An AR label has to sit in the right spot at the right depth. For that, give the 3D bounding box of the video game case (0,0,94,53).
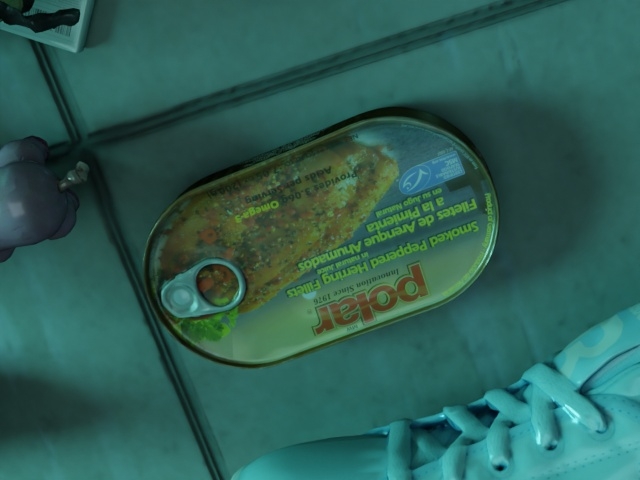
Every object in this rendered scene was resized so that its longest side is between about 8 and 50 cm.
[{"bbox_3d":[-0.146,-0.163,0.572,0.087,0.011,0.122,18,111,0],"label":"video game case"}]

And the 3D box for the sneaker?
[{"bbox_3d":[0.131,0.095,0.581,0.366,0.135,0.150,-2,102,-2],"label":"sneaker"}]

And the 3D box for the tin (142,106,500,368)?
[{"bbox_3d":[0.000,0.000,0.602,0.190,0.040,0.106,-20,102,13],"label":"tin"}]

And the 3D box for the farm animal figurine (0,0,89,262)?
[{"bbox_3d":[-0.290,0.010,0.548,0.327,0.172,0.330,13,117,3],"label":"farm animal figurine"}]
